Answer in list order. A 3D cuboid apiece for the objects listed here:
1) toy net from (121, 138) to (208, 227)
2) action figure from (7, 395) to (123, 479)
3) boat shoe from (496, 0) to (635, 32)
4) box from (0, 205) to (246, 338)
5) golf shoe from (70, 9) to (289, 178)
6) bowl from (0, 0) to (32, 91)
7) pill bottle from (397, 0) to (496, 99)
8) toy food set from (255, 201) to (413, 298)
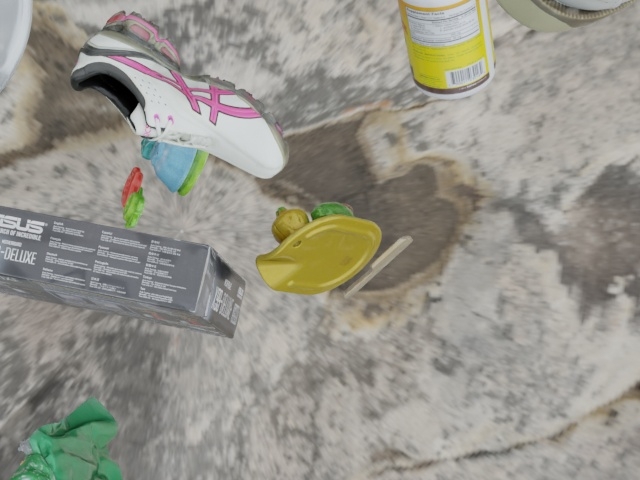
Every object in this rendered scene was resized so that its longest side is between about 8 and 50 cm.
[{"bbox_3d":[-0.156,-0.103,1.442,0.045,0.232,0.122,21,118,-18],"label":"toy net"},{"bbox_3d":[-0.217,0.200,1.215,0.063,0.232,0.137,-20,81,2],"label":"action figure"},{"bbox_3d":[0.204,-0.195,0.642,0.302,0.103,0.113,-42,101,-24],"label":"boat shoe"},{"bbox_3d":[-0.253,0.032,1.580,0.307,0.242,0.077,11,81,8],"label":"box"},{"bbox_3d":[-0.113,-0.099,1.146,0.186,0.067,0.086,34,57,1],"label":"golf shoe"},{"bbox_3d":[-0.500,-0.280,1.681,0.297,0.134,0.298,-1,86,13],"label":"bowl"},{"bbox_3d":[0.164,-0.301,1.897,0.117,0.117,0.215,-19,131,-5],"label":"pill bottle"},{"bbox_3d":[0.000,0.000,1.731,0.128,0.218,0.071,-46,60,20],"label":"toy food set"}]
